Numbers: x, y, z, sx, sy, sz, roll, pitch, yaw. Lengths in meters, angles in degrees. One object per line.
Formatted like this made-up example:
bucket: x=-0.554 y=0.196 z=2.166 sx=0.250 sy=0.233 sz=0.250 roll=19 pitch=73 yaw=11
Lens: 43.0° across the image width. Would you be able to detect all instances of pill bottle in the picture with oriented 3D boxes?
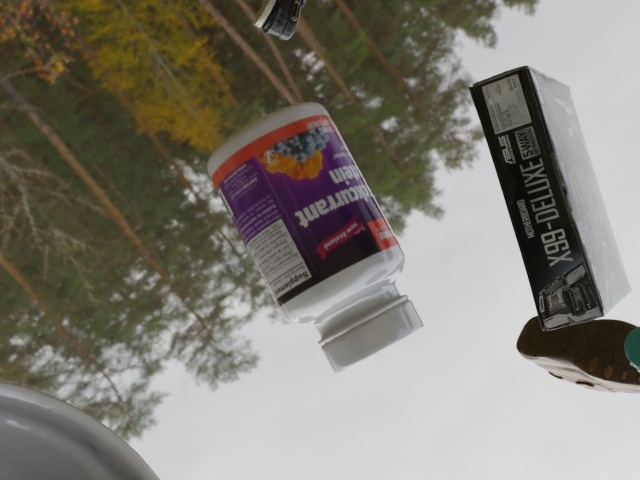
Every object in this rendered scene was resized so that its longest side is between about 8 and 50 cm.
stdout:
pill bottle: x=0.000 y=0.000 z=0.635 sx=0.108 sy=0.193 sz=0.108 roll=-28 pitch=174 yaw=-3

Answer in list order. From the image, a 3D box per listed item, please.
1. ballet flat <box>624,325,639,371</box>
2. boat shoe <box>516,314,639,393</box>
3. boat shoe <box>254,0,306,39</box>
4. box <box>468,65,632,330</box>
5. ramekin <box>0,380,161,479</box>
ballet flat: x=0.471 y=0.134 z=0.988 sx=0.241 sy=0.077 sz=0.091 roll=148 pitch=-47 yaw=-73
boat shoe: x=0.504 y=0.213 z=1.462 sx=0.123 sy=0.116 sz=0.324 roll=-54 pitch=-152 yaw=-13
boat shoe: x=-0.037 y=-0.260 z=0.868 sx=0.049 sy=0.042 sz=0.133 roll=-48 pitch=-157 yaw=41
box: x=0.304 y=-0.058 z=1.042 sx=0.076 sy=0.307 sz=0.242 roll=-18 pitch=176 yaw=28
ramekin: x=-0.155 y=0.169 z=0.318 sx=0.109 sy=0.207 sz=0.207 roll=-40 pitch=-166 yaw=40
